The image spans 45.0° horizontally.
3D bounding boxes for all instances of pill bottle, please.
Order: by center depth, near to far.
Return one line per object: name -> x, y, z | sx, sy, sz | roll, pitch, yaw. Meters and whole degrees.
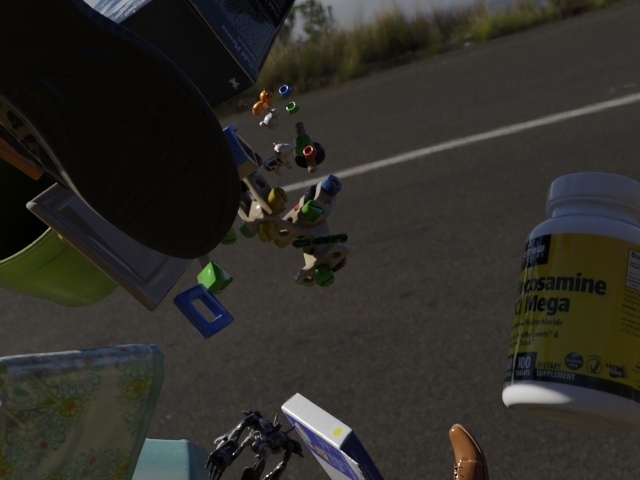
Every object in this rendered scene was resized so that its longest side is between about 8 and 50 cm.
pill bottle -> 0.370, 0.084, 1.079 | 0.188, 0.334, 0.188 | 12, -17, 4

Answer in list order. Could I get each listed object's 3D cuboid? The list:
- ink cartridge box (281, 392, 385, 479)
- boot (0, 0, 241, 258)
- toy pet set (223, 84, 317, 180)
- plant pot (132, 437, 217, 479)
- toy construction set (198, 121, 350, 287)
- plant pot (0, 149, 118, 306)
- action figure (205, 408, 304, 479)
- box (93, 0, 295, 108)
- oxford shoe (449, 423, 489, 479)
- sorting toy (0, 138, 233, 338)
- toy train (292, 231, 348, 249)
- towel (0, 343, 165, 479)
ink cartridge box -> 0.075, 0.510, 1.738 | 0.072, 0.304, 0.307 | -41, 32, -21
boot -> -0.263, -0.139, 0.708 | 0.284, 0.377, 0.138 | 18, 71, 52
toy pet set -> -0.080, -0.129, 0.902 | 0.114, 0.065, 0.122 | -31, 53, 12
plant pot -> -0.382, 0.625, 1.907 | 0.247, 0.252, 0.248 | 1, -23, 10
toy construction set -> -0.088, -0.012, 1.440 | 0.308, 0.237, 0.257 | -23, -29, 15
plant pot -> -0.563, -0.033, 1.591 | 0.366, 0.366, 0.353 | -11, -28, 10
action figure -> -0.140, 0.436, 1.561 | 0.141, 0.164, 0.275 | -53, -12, 12
box -> -0.240, -0.325, 1.226 | 0.343, 0.179, 0.312 | -22, 34, 31
oxford shoe -> 0.333, 0.520, 1.756 | 0.076, 0.212, 0.076 | -4, -32, -25
sorting toy -> -0.246, -0.009, 0.931 | 0.047, 0.347, 0.196 | -44, 9, 22
toy train -> 0.000, 0.000, 1.124 | 0.083, 0.017, 0.024 | -7, 5, 7
towel -> -0.446, 0.361, 1.337 | 0.090, 0.374, 0.320 | 25, 15, 34
